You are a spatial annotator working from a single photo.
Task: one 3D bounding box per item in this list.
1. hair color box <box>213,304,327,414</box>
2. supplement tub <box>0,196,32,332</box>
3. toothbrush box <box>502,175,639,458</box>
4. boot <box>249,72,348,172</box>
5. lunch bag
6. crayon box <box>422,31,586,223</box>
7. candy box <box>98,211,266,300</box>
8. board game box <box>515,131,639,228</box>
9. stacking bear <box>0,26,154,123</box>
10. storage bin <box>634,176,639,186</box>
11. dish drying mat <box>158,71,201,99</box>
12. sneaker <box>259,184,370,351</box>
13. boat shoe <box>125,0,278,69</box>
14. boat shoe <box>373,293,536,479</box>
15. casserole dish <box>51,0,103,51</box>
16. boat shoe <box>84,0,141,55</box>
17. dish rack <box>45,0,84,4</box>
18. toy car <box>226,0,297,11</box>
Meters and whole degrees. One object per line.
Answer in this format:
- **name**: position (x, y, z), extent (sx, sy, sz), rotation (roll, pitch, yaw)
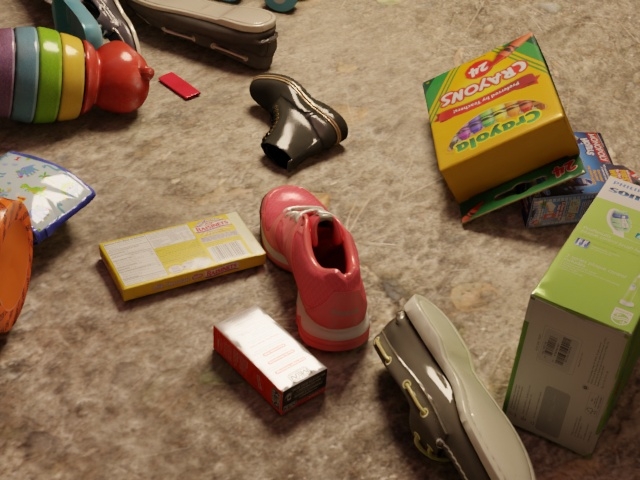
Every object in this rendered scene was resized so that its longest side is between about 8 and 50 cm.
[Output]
- **hair color box**: position (-0.063, 0.144, 1.281), extent (0.072, 0.043, 0.141), rotation (-24, 46, -32)
- **supplement tub**: position (-0.536, 0.015, 1.256), extent (0.338, 0.207, 0.207), rotation (6, 39, 1)
- **toothbrush box**: position (0.340, 0.086, 1.271), extent (0.122, 0.206, 0.283), rotation (23, 43, 22)
- **boot**: position (-0.073, -0.193, 1.682), extent (0.198, 0.076, 0.137), rotation (31, 50, 30)
- **lunch bag**: position (-0.407, -0.049, 1.440), extent (0.151, 0.096, 0.129), rotation (13, 38, 24)
- **crayon box**: position (0.278, -0.182, 1.625), extent (0.202, 0.081, 0.318), rotation (-24, 36, 16)
- **candy box**: position (-0.189, 0.019, 1.435), extent (0.206, 0.027, 0.105), rotation (-14, 40, -23)
- **board game box**: position (0.403, -0.095, 1.620), extent (0.194, 0.060, 0.194), rotation (4, 39, -3)
- **stacking bear**: position (-0.416, -0.266, 1.668), extent (0.289, 0.175, 0.164), rotation (1, 62, -21)
- **storage bin**: position (0.512, -0.051, 1.532), extent (0.091, 0.135, 0.098), rotation (-26, 48, -18)
- **dish drying mat**: position (-0.243, -0.266, 1.800), extent (0.032, 0.008, 0.083), rotation (-28, 50, -34)
- **sneaker**: position (0.001, 0.000, 1.394), extent (0.116, 0.136, 0.314), rotation (-7, 40, -17)
- **boat shoe**: position (-0.227, -0.392, 1.909), extent (0.335, 0.095, 0.112), rotation (20, 38, 26)
- **boat shoe**: position (0.148, 0.198, 1.202), extent (0.109, 0.091, 0.305), rotation (31, 24, -42)
- **casserole dish**: position (-0.418, -0.360, 1.810), extent (0.037, 0.114, 0.188), rotation (-18, 45, -26)
- **boat shoe**: position (-0.373, -0.376, 1.830), extent (0.065, 0.075, 0.206), rotation (-20, 77, -24)
- **dish rack**: position (-0.435, -0.546, 2.019), extent (0.286, 0.072, 0.333), rotation (-22, 33, -24)
- **toy car**: position (-0.099, -0.615, 2.068), extent (0.210, 0.238, 0.219), rotation (13, 39, 9)
